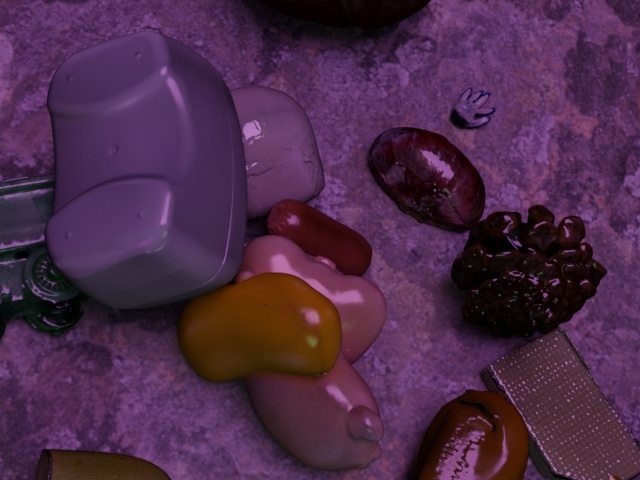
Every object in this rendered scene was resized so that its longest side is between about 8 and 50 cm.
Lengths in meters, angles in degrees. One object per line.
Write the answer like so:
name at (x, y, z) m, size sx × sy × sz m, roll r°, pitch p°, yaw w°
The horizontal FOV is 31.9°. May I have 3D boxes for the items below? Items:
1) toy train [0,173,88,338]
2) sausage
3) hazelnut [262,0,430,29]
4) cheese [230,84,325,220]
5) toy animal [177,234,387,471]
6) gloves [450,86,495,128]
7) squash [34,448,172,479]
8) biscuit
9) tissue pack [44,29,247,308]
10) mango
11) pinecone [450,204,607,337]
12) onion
toy train at (-0.422, 0.031, 1.500) m, size 0.266 × 0.145 × 0.202 m, roll -11°, pitch 69°, yaw -20°
sausage at (0.000, 0.000, 1.642) m, size 0.194 × 0.077 × 0.077 m, roll 30°, pitch 60°, yaw -35°
hazelnut at (0.032, -0.480, 1.732) m, size 0.372 × 0.372 × 0.315 m, roll -9°, pitch 110°, yaw -18°
cheese at (-0.094, -0.134, 1.645) m, size 0.198 × 0.189 × 0.154 m, roll -17°, pitch 40°, yaw -22°
toy animal at (-0.001, 0.124, 1.525) m, size 0.345 × 0.277 × 0.247 m, roll 41°, pitch 51°, yaw 6°
gloves at (0.254, -0.216, 1.851) m, size 0.064 × 0.026 × 0.086 m, roll 40°, pitch 60°, yaw 1°
squash at (-0.274, 0.326, 1.442) m, size 0.186 × 0.123 × 0.123 m, roll 4°, pitch 68°, yaw -17°
biscuit at (0.365, 0.267, 1.675) m, size 0.150 × 0.052 × 0.252 m, roll -28°, pitch 77°, yaw -19°
tissue pack at (-0.215, -0.080, 1.454) m, size 0.229 × 0.236 × 0.333 m, roll -15°, pitch 65°, yaw 22°
mango at (0.207, 0.329, 1.556) m, size 0.151 × 0.156 × 0.249 m, roll 41°, pitch 59°, yaw -38°
pinecone at (0.300, 0.043, 1.659) m, size 0.202 × 0.229 × 0.201 m, roll 51°, pitch 25°, yaw -11°
onion at (0.179, -0.114, 1.749) m, size 0.206 × 0.098 × 0.151 m, roll 28°, pitch 66°, yaw -3°
